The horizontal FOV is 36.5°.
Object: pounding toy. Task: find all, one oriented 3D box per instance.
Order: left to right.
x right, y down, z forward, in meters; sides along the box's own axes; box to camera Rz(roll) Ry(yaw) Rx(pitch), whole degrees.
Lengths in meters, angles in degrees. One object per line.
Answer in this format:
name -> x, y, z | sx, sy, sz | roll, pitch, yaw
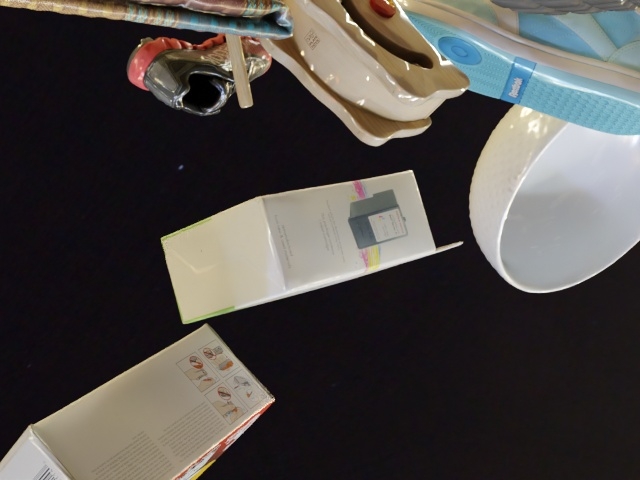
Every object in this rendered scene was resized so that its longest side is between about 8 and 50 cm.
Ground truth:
pounding toy -> 0.005, -0.199, 0.978 | 0.269, 0.155, 0.154 | 44, -138, -2

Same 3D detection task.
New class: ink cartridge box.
ink cartridge box -> -0.238, 0.264, 1.077 | 0.130, 0.272, 0.309 | 47, -150, 8
ink cartridge box -> 0.000, 0.000, 1.260 | 0.353, 0.207, 0.119 | -12, -95, -46

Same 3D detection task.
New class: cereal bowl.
cereal bowl -> 0.334, -0.101, 1.313 | 0.339, 0.339, 0.141 | -7, -141, -34

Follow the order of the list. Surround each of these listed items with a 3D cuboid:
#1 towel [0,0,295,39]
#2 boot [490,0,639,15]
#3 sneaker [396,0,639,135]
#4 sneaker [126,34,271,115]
towel -> -0.224, -0.223, 0.654 | 0.271, 0.040, 0.370 | -6, -148, -45
boot -> 0.212, -0.245, 0.425 | 0.118, 0.338, 0.223 | -4, -101, -75
sneaker -> 0.249, -0.261, 1.081 | 0.319, 0.127, 0.208 | 21, -102, -1
sneaker -> -0.166, -0.261, 1.537 | 0.276, 0.097, 0.135 | -18, -126, -47
